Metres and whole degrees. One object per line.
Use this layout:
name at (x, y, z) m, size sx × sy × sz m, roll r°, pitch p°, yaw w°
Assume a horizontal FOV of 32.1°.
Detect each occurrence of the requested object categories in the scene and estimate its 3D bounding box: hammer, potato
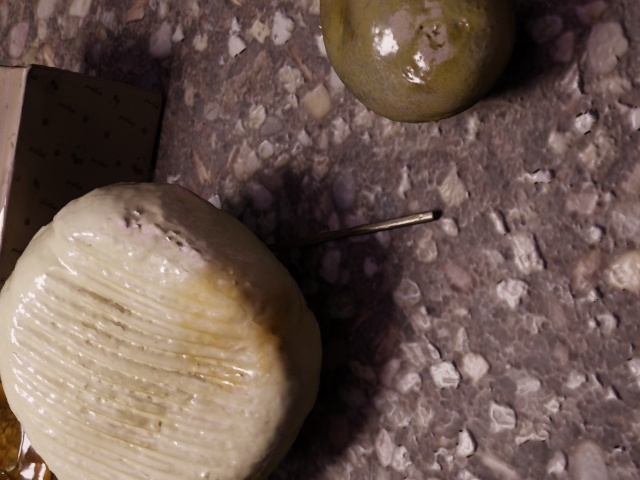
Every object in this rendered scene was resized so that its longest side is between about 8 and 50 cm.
hammer at (0.000, 0.000, 1.216) m, size 0.292 × 0.029 × 0.058 m, roll -11°, pitch 83°, yaw 34°
potato at (0.089, -0.210, 1.082) m, size 0.178 × 0.160 × 0.235 m, roll -48°, pitch 52°, yaw 5°

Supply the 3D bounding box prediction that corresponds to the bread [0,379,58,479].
bread at (-0.386, 0.273, 1.435) m, size 0.209 × 0.109 × 0.192 m, roll -3°, pitch 84°, yaw 37°

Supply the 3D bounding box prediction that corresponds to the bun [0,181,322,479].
bun at (-0.171, 0.111, 1.202) m, size 0.365 × 0.219 × 0.365 m, roll 5°, pitch 109°, yaw 13°

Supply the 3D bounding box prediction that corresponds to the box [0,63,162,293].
box at (-0.346, -0.058, 1.349) m, size 0.190 × 0.225 × 0.297 m, roll 12°, pitch 95°, yaw 36°
